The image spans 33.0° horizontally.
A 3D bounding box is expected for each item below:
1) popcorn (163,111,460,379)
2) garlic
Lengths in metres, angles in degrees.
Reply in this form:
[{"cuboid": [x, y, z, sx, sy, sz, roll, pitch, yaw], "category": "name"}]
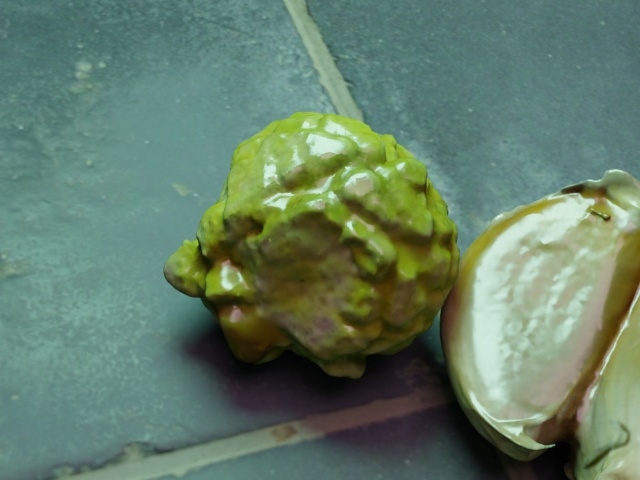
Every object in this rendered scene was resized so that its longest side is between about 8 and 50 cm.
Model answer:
[{"cuboid": [0.000, 0.000, 0.990, 0.259, 0.259, 0.212, 26, 27, 8], "category": "popcorn"}, {"cuboid": [0.259, 0.102, 0.962, 0.286, 0.249, 0.313, 25, 70, -13], "category": "garlic"}]
